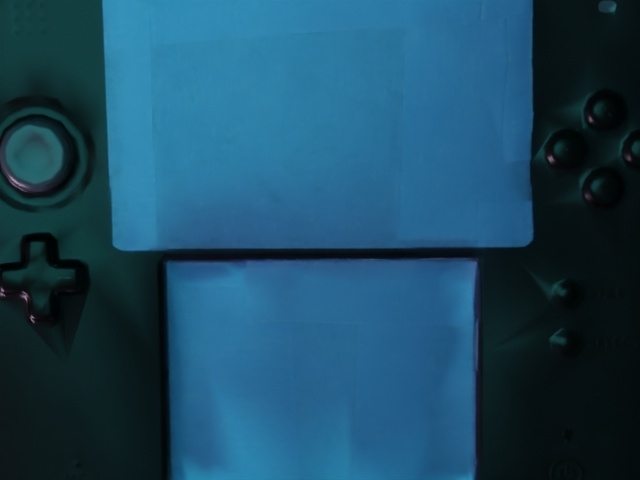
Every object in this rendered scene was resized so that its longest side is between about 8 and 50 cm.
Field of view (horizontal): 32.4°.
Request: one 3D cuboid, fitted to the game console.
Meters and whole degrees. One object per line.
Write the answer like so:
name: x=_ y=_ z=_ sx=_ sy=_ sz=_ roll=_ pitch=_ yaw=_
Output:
game console: x=0.000 y=0.000 z=0.607 sx=0.387 sy=0.060 sz=0.342 roll=0 pitch=91 yaw=2
